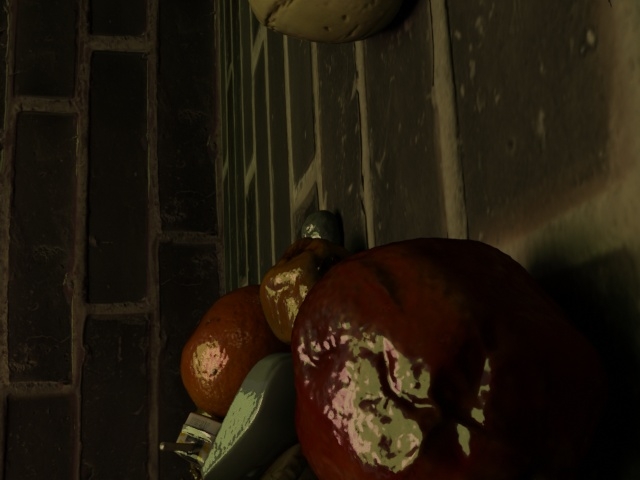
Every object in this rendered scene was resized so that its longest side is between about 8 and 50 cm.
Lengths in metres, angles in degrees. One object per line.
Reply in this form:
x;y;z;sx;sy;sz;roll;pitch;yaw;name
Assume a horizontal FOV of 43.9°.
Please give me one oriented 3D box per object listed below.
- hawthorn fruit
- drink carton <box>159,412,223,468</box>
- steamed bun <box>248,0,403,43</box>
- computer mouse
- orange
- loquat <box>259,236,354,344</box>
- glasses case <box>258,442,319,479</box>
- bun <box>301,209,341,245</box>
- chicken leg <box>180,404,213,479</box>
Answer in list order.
0.070;0.080;0.442;0.179;0.173;0.173;-19;69;50;hawthorn fruit
-0.152;0.296;1.135;0.200;0.084;0.074;48;-118;-47;drink carton
-0.003;-0.289;0.747;0.250;0.155;0.200;175;95;-81;steamed bun
-0.068;0.253;1.076;0.079;0.128;0.231;36;106;43;computer mouse
-0.113;0.166;1.196;0.224;0.170;0.224;-61;-2;-4;orange
-0.007;0.059;0.904;0.137;0.113;0.137;-47;32;43;loquat
-0.067;0.417;1.142;0.156;0.098;0.425;-51;-13;-33;glasses case
0.000;0.000;1.021;0.083;0.045;0.083;176;90;-81;bun
-0.158;0.368;1.289;0.153;0.201;0.429;49;-132;-34;chicken leg
